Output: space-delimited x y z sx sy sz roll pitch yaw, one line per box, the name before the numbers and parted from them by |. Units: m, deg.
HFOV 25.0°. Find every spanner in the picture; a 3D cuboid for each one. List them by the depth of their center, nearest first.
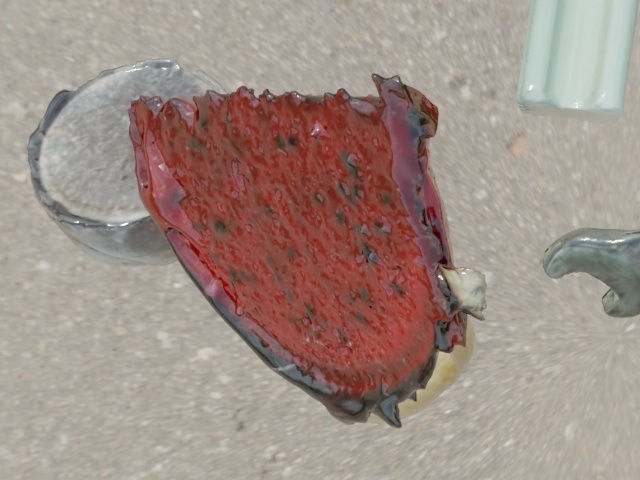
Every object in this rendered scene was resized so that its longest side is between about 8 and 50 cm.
spanner | 0.197 -0.021 0.572 0.254 0.015 0.054 -26 119 41

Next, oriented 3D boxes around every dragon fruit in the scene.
dragon fruit | 0.000 0.000 1.101 0.343 0.100 0.282 6 113 48

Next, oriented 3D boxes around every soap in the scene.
soap | 0.221 -0.234 1.180 0.087 0.160 0.265 7 92 8

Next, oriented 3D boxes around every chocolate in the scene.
chocolate | -0.240 -0.081 2.038 0.303 0.213 0.303 -7 52 9

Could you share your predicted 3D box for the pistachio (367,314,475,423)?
pistachio | 0.069 0.125 1.938 0.309 0.230 0.230 29 93 38
